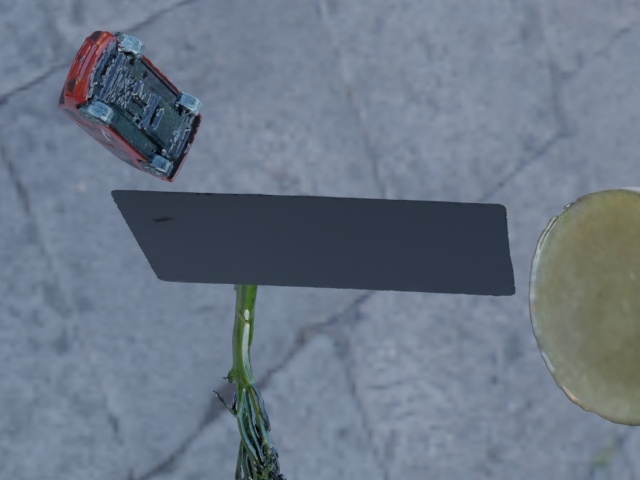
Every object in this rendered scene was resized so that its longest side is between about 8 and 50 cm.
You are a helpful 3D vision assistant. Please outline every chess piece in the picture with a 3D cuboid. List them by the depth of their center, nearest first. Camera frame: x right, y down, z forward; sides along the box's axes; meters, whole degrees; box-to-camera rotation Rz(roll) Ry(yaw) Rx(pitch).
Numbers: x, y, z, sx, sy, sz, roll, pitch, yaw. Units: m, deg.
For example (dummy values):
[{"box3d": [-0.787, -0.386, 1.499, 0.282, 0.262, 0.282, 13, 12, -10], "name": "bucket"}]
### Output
[{"box3d": [0.181, 0.019, 0.739, 0.200, 0.090, 0.090, -5, 90, -43], "name": "chess piece"}]

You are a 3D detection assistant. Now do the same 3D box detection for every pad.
[{"box3d": [0.000, 0.001, 1.261, 0.159, 0.265, 0.009, 72, 22, -65], "name": "pad"}]

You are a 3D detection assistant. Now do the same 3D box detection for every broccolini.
[{"box3d": [-0.062, 0.153, 1.730, 0.062, 0.123, 0.272, -13, 114, -28], "name": "broccolini"}]

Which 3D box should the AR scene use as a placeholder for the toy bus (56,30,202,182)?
[{"box3d": [-0.185, -0.128, 1.677, 0.081, 0.089, 0.195, -67, 153, -11], "name": "toy bus"}]
